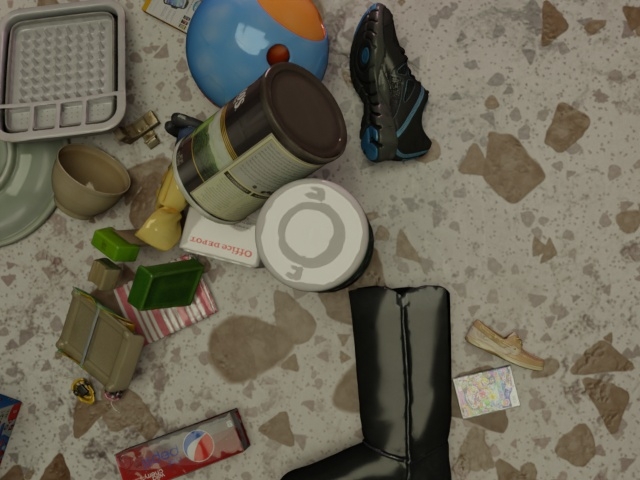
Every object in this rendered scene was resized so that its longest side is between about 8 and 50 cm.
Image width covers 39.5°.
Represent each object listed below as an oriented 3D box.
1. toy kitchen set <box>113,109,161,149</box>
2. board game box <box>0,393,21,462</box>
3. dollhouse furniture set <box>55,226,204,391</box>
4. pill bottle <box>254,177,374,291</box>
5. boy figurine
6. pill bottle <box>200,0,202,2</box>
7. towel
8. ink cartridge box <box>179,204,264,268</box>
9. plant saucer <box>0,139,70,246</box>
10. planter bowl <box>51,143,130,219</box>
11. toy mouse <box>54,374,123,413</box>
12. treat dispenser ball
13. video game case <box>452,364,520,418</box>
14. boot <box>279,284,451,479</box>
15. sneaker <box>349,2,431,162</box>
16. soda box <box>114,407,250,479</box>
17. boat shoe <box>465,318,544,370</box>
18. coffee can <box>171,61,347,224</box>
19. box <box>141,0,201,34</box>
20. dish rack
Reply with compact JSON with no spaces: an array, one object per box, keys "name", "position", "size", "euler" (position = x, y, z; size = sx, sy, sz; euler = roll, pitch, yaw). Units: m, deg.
[{"name":"toy kitchen set","position":[-0.387,-0.232,1.917],"size":[0.083,0.075,0.068],"euler":[-34,85,7]},{"name":"board game box","position":[-0.747,0.471,1.794],"size":[0.086,0.308,0.301],"euler":[19,89,5]},{"name":"dollhouse furniture set","position":[-0.406,0.143,1.881],"size":[0.198,0.151,0.301],"euler":[33,111,28]},{"name":"pill bottle","position":[0.000,0.000,1.724],"size":[0.204,0.361,0.204],"euler":[0,87,6]},{"name":"boy figurine","position":[-0.312,-0.113,1.856],"size":[0.092,0.177,0.285],"euler":[20,72,-21]},{"name":"pill bottle","position":[-0.149,-0.639,1.864],"size":[0.318,0.176,0.176],"euler":[-34,84,-2]},{"name":"towel","position":[-0.333,0.130,1.918],"size":[0.197,0.029,0.144],"euler":[-25,84,6]},{"name":"ink cartridge box","position":[-0.178,-0.073,1.876],"size":[0.172,0.100,0.237],"euler":[14,87,6]},{"name":"plant saucer","position":[-0.750,-0.181,1.938],"size":[0.401,0.100,0.400],"euler":[0,87,5]},{"name":"planter bowl","position":[-0.501,-0.113,1.893],"size":[0.162,0.162,0.109],"euler":[40,117,6]},{"name":"toy mouse","position":[-0.463,0.291,1.916],"size":[0.161,0.031,0.143],"euler":[42,91,6]},{"name":"treat dispenser ball","position":[-0.126,-0.385,1.795],"size":[0.288,0.288,0.288],"euler":[0,87,5]},{"name":"video game case","position":[0.344,0.314,1.849],"size":[0.122,0.011,0.087],"euler":[-14,85,4]},{"name":"boot","position":[0.088,0.313,1.804],"size":[0.367,0.146,0.445],"euler":[-1,89,-3]},{"name":"sneaker","position":[0.148,-0.327,1.871],"size":[0.140,0.125,0.340],"euler":[-1,83,-22]},{"name":"soda box","position":[-0.286,0.440,1.865],"size":[0.263,0.083,0.092],"euler":[-21,84,4]},{"name":"boat shoe","position":[0.383,0.213,1.825],"size":[0.170,0.063,0.059],"euler":[23,95,7]},{"name":"coffee can","position":[-0.116,-0.175,1.667],"size":[0.275,0.201,0.201],"euler":[-31,83,37]},{"name":"box","position":[-0.313,-0.507,1.952],"size":[0.136,0.028,0.081],"euler":[29,90,4]},{"name":"dish rack","position":[-0.546,-0.351,1.901],"size":[0.286,0.072,0.332],"euler":[-7,68,3]}]
